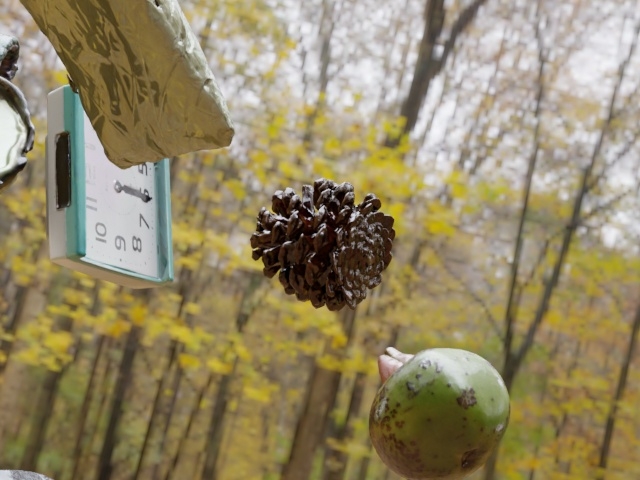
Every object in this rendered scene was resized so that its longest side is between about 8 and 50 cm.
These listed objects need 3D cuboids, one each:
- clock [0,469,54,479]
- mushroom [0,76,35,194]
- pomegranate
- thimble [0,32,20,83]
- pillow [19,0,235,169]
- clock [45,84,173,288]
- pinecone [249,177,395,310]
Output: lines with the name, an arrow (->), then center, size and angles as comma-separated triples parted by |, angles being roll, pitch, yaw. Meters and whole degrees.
clock -> -0.419, 0.369, 1.530 | 0.319, 0.066, 0.319 | -22, -31, -14
mushroom -> -0.587, -0.128, 2.043 | 0.247, 0.344, 0.130 | 36, -49, 4
pomegranate -> 0.156, 0.242, 2.042 | 0.214, 0.214, 0.248 | 29, 11, -47
thimble -> -0.572, -0.297, 2.324 | 0.090, 0.135, 0.118 | 18, -48, 1
pillow -> -0.213, -0.211, 1.417 | 0.274, 0.076, 0.281 | -4, -63, 58
clock -> -0.325, -0.069, 2.017 | 0.116, 0.262, 0.231 | -14, -18, 28
pinecone -> -0.008, 0.000, 1.677 | 0.165, 0.163, 0.163 | 13, -12, 30
